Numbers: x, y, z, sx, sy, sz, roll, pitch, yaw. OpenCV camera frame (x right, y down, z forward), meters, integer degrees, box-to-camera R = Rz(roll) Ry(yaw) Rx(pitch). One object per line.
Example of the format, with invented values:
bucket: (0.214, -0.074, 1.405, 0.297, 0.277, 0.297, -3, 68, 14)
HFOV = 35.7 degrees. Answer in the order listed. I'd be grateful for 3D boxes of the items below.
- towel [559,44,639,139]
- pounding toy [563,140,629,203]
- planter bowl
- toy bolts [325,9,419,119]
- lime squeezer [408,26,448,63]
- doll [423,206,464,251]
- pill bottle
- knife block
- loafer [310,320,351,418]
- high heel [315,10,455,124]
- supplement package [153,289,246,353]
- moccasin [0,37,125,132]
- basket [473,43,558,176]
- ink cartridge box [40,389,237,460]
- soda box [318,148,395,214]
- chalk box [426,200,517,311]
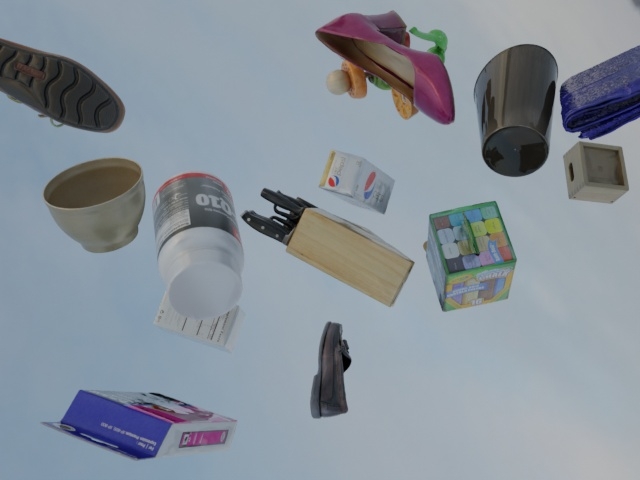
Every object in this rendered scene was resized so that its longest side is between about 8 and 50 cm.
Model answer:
towel: (0.563, -0.280, 1.868, 0.076, 0.227, 0.308, 62, -161, -14)
pounding toy: (0.610, -0.156, 2.211, 0.130, 0.100, 0.141, 5, -115, -16)
planter bowl: (-0.354, -0.049, 1.606, 0.162, 0.162, 0.109, -79, -17, -56)
toy bolts: (0.112, -0.377, 2.229, 0.229, 0.158, 0.218, 92, 155, -51)
lime squeezer: (0.262, -0.436, 2.384, 0.058, 0.110, 0.310, 28, 161, 16)
doll: (0.274, -0.016, 2.102, 0.046, 0.129, 0.189, 41, -149, 12)
pill bottle: (-0.229, 0.007, 1.875, 0.161, 0.161, 0.283, 43, -162, -36)
knife block: (0.000, 0.000, 1.735, 0.242, 0.088, 0.275, 20, -170, -30)
loafer: (0.040, 0.328, 2.510, 0.303, 0.095, 0.109, -77, -16, -49)
high heel: (0.130, -0.335, 1.998, 0.377, 0.181, 0.127, -119, 21, -46)
supplement package: (-0.280, 0.184, 2.326, 0.105, 0.179, 0.105, 75, -147, -74)
moccasin: (-0.576, -0.321, 2.097, 0.147, 0.379, 0.139, 24, -96, -76)
basket: (0.384, -0.244, 1.965, 0.154, 0.204, 0.227, 24, -136, -12)
ink cartridge box: (-0.285, 0.302, 1.644, 0.371, 0.175, 0.069, 23, -96, -72)
soda box: (0.069, -0.103, 1.801, 0.216, 0.069, 0.074, 21, -93, -71)
chalk box: (0.273, 0.020, 1.809, 0.213, 0.132, 0.132, 84, 174, -63)
